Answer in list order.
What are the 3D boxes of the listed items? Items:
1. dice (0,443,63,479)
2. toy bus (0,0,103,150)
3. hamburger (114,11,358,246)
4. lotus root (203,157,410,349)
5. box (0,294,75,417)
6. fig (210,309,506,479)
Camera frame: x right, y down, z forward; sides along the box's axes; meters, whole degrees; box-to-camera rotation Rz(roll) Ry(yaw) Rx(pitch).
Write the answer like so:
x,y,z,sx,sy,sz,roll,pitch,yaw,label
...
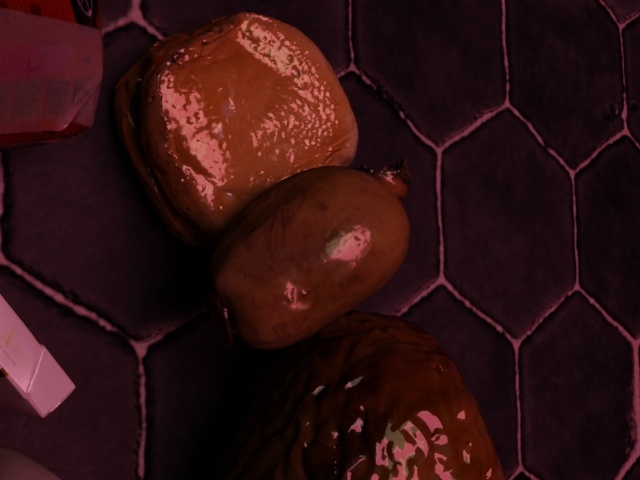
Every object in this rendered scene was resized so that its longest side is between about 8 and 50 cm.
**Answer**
x,y,z,sx,sy,sz,roll,pitch,yaw,label
-0.231,0.257,0.665,0.193,0.191,0.194,-51,119,-34,dice
-0.241,-0.128,0.660,0.302,0.127,0.147,-33,119,-79,toy bus
-0.070,-0.098,0.893,0.213,0.108,0.214,4,84,-40,hamburger
0.000,0.000,0.812,0.221,0.118,0.125,-40,68,-14,lotus root
-0.252,0.061,0.736,0.040,0.084,0.154,-49,116,-35,box
-0.026,0.230,0.836,0.368,0.286,0.286,-26,104,-14,fig
